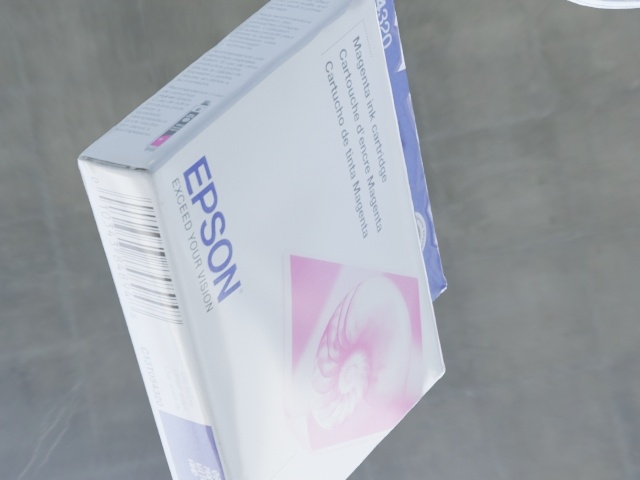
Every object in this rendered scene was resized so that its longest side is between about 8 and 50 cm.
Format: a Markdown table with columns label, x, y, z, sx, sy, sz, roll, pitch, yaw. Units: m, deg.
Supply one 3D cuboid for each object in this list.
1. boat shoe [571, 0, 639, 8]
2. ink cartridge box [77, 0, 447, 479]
| label | x | y | z | sx | sy | sz | roll | pitch | yaw |
| --- | --- | --- | --- | --- | --- | --- | --- | --- | --- |
| boat shoe | 0.150 | -0.100 | 0.395 | 0.229 | 0.076 | 0.080 | -18 | -59 | 11 |
| ink cartridge box | 0.000 | 0.000 | 1.228 | 0.330 | 0.071 | 0.324 | -43 | -46 | -37 |
